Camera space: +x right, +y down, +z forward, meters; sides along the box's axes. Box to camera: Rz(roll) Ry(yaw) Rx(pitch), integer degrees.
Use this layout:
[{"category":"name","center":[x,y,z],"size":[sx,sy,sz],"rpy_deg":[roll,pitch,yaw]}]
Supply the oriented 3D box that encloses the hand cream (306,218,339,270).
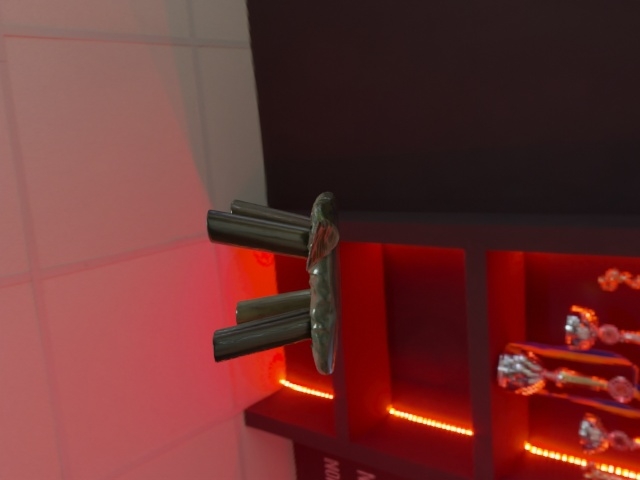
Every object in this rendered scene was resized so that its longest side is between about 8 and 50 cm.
[{"category":"hand cream","center":[0.000,0.000,0.809],"size":[0.165,0.037,0.057],"rpy_deg":[-42,-34,-82]}]

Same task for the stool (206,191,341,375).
[{"category":"stool","center":[-0.073,0.072,1.243],"size":[0.310,0.225,0.311],"rpy_deg":[-63,-29,-81]}]
